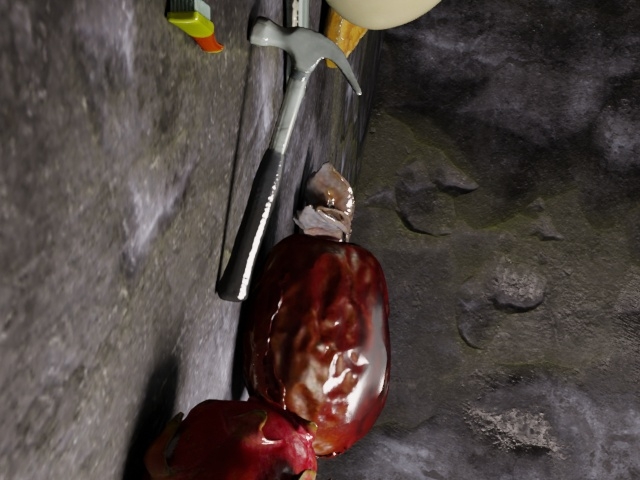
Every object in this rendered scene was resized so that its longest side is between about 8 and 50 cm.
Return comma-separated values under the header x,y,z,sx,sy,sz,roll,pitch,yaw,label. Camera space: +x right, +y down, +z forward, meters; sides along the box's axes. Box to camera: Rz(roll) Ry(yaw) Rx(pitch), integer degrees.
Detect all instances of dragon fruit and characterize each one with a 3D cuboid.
x,y,z,sx,sy,sz,roll,pitch,yaw,label
-0.070,0.180,0.592,0.166,0.136,0.133,-51,131,-20,dragon fruit

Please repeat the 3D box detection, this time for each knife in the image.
x,y,z,sx,sy,sz,roll,pitch,yaw,label
-0.026,-0.211,0.887,0.162,0.023,0.044,93,6,-51,knife

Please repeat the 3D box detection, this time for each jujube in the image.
x,y,z,sx,sy,sz,roll,pitch,yaw,label
0.000,0.119,0.950,0.183,0.183,0.243,23,77,-85,jujube

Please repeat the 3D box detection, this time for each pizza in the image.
x,y,z,sx,sy,sz,roll,pitch,yaw,label
0.043,-0.325,1.173,0.134,0.046,0.175,-23,139,-66,pizza

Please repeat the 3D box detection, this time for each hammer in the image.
x,y,z,sx,sy,sz,roll,pitch,yaw,label
-0.038,-0.060,0.729,0.029,0.103,0.246,-87,-167,-80,hammer

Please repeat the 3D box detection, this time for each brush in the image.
x,y,z,sx,sy,sz,roll,pitch,yaw,label
-0.073,-0.132,0.513,0.083,0.019,0.021,12,78,-84,brush

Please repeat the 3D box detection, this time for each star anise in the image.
x,y,z,sx,sy,sz,roll,pitch,yaw,label
0.000,0.000,1.270,0.229,0.093,0.236,-83,-176,-58,star anise

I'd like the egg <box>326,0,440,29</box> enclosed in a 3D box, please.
x,y,z,sx,sy,sz,roll,pitch,yaw,label
0.070,-0.324,0.828,0.241,0.186,0.186,106,-1,-47,egg
